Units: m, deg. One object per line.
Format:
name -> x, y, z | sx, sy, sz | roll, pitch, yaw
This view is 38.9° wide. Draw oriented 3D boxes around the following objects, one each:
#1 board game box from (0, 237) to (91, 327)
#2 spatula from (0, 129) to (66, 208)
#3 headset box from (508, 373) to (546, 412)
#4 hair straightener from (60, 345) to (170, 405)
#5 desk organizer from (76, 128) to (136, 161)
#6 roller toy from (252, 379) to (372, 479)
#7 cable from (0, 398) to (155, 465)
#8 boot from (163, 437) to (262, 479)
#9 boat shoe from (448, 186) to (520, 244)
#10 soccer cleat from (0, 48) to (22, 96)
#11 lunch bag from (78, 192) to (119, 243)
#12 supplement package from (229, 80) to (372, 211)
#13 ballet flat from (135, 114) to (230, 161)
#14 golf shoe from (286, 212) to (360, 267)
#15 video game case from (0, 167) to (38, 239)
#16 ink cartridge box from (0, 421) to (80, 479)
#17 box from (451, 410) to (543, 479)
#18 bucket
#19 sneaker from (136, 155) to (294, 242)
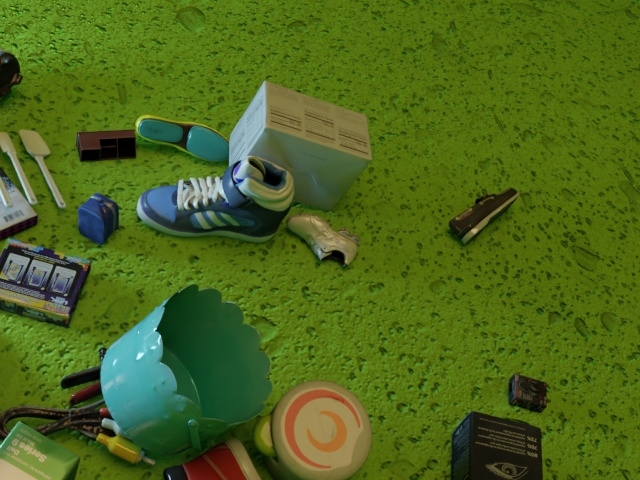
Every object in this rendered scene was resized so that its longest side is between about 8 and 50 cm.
board game box -> -0.555, 0.083, 1.783 | 0.170, 0.048, 0.141 | 17, 52, -6
spatula -> -0.636, -0.156, 1.923 | 0.168, 0.019, 0.242 | 1, 44, -45
headset box -> 0.440, 0.326, 1.943 | 0.083, 0.032, 0.062 | 18, 50, -7
hair straightener -> -0.387, 0.226, 1.725 | 0.230, 0.047, 0.089 | -25, 63, -27
desk organizer -> -0.479, -0.213, 2.039 | 0.130, 0.047, 0.050 | -6, 58, -23
roller toy -> -0.008, 0.369, 1.683 | 0.209, 0.146, 0.191 | 39, 60, 6
cable -> -0.420, 0.314, 1.613 | 0.287, 0.072, 0.140 | 16, 56, -20
boot -> -0.171, 0.479, 1.584 | 0.176, 0.088, 0.244 | -20, 54, -30
boat shoe -> 0.402, -0.076, 2.209 | 0.069, 0.081, 0.227 | 45, 55, 12
soccer cleat -> -0.796, -0.307, 1.979 | 0.143, 0.116, 0.331 | 15, 49, 22
lunch bag -> -0.459, -0.051, 1.886 | 0.067, 0.098, 0.065 | 27, 47, 10
supplement package -> -0.050, -0.208, 2.048 | 0.261, 0.204, 0.145 | 16, 49, -24
ballet flat -> -0.315, -0.244, 2.101 | 0.230, 0.077, 0.077 | 15, 13, -17
golf shoe -> 0.000, 0.000, 2.027 | 0.176, 0.069, 0.086 | 21, 56, -1
video game case -> -0.732, -0.070, 1.844 | 0.232, 0.042, 0.210 | -30, 67, -34
ink cartridge box -> -0.508, 0.458, 1.397 | 0.121, 0.211, 0.289 | 31, 50, 1
box -> 0.340, 0.457, 1.757 | 0.153, 0.108, 0.207 | 16, 51, -7
bucket -> -0.240, 0.238, 1.619 | 0.281, 0.183, 0.281 | 37, 34, -31
sneaker -> -0.216, -0.113, 1.926 | 0.322, 0.236, 0.130 | 10, 51, -12
